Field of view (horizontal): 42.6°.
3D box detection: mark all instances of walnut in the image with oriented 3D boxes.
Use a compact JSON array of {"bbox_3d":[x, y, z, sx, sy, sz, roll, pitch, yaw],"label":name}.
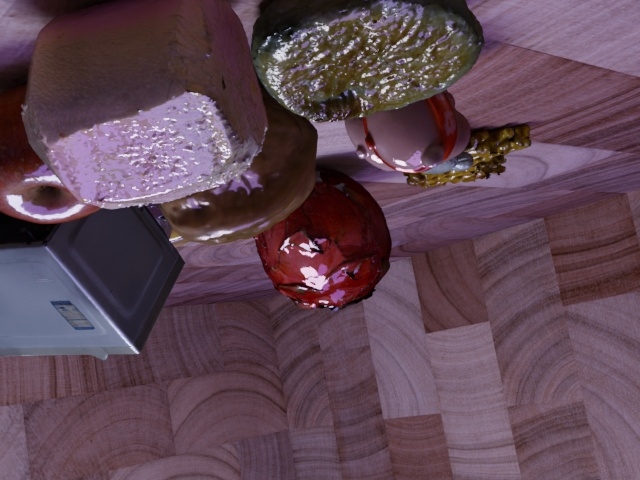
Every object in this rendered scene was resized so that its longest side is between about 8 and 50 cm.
[{"bbox_3d":[-0.124,-0.110,1.173,0.257,0.257,0.224,-12,139,11],"label":"walnut"}]

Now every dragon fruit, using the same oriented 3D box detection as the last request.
[{"bbox_3d":[0.000,0.000,1.735,0.295,0.296,0.302,-14,133,23],"label":"dragon fruit"}]

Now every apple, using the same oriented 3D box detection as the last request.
[{"bbox_3d":[-0.343,-0.118,1.054,0.201,0.162,0.201,-6,151,-3],"label":"apple"}]

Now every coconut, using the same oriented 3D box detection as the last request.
[{"bbox_3d":[-0.195,-0.142,0.869,0.245,0.233,0.233,-13,170,15],"label":"coconut"}]

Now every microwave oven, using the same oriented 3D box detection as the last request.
[{"bbox_3d":[-0.442,0.024,1.304,0.354,0.219,0.286,-5,133,28],"label":"microwave oven"}]

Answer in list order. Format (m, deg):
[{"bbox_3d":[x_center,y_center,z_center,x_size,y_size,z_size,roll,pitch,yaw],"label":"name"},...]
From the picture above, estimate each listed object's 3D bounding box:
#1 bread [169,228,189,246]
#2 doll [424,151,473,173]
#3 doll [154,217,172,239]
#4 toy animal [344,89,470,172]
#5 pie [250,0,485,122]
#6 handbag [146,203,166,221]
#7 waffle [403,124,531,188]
[{"bbox_3d":[-0.370,-0.012,2.013,0.115,0.056,0.082,-18,170,7],"label":"bread"},{"bbox_3d":[0.199,-0.166,1.580,0.214,0.072,0.103,10,169,-29],"label":"doll"},{"bbox_3d":[-0.440,-0.031,1.605,0.287,0.151,0.151,-5,172,7],"label":"doll"},{"bbox_3d":[0.125,-0.176,1.202,0.171,0.171,0.197,-7,-175,-17],"label":"toy animal"},{"bbox_3d":[0.053,-0.230,0.984,0.276,0.079,0.277,-8,159,-3],"label":"pie"},{"bbox_3d":[-0.309,-0.102,1.418,0.216,0.074,0.203,-4,160,-36],"label":"handbag"},{"bbox_3d":[0.302,-0.166,1.758,0.259,0.069,0.293,-11,170,0],"label":"waffle"}]
